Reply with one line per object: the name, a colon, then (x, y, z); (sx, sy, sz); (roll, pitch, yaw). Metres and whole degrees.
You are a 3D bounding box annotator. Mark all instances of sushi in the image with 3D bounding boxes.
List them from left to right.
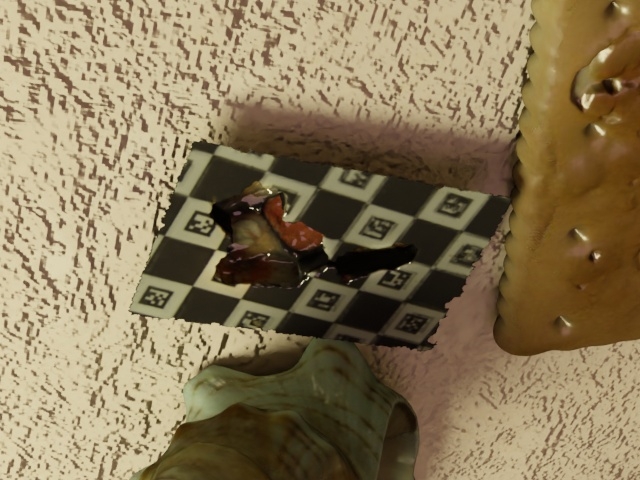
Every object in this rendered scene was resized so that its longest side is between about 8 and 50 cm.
sushi: (0.000, 0.000, 0.732); (0.201, 0.031, 0.139); (9, 131, -21)

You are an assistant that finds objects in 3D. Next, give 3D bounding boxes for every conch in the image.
conch: (-0.027, 0.153, 0.801); (0.203, 0.169, 0.386); (-55, 171, 4)

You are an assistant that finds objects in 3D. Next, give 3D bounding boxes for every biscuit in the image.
biscuit: (0.215, -0.052, 0.738); (0.217, 0.044, 0.325); (-8, 136, -7)
